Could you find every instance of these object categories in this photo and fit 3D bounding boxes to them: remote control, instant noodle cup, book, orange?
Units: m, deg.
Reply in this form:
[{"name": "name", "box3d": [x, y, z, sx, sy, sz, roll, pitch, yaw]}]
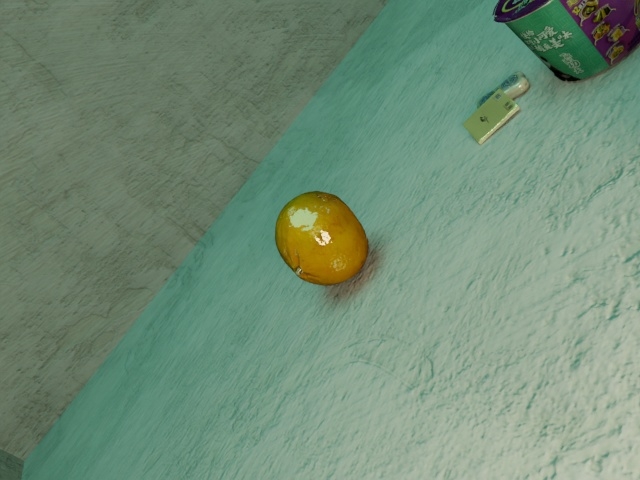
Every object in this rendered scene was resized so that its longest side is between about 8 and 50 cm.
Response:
[{"name": "remote control", "box3d": [0.410, -0.330, 1.224, 0.122, 0.032, 0.074, -36, 25, 28]}, {"name": "instant noodle cup", "box3d": [0.492, -0.441, 1.039, 0.251, 0.190, 0.251, -40, 23, 21]}, {"name": "book", "box3d": [0.372, -0.271, 1.186, 0.111, 0.014, 0.077, -44, 44, 21]}, {"name": "orange", "box3d": [0.000, -0.002, 1.208, 0.193, 0.219, 0.219, -29, 14, -23]}]
